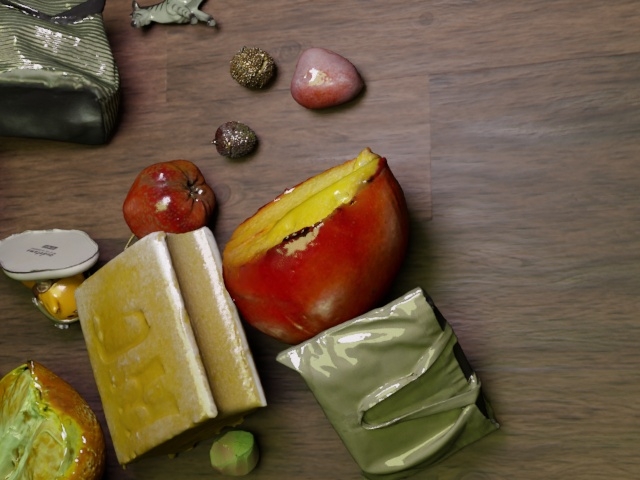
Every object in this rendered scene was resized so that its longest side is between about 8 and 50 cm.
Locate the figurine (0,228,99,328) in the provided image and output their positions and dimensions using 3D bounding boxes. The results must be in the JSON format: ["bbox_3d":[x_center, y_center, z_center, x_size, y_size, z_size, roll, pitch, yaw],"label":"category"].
[{"bbox_3d":[-0.496,0.074,1.875,0.250,0.166,0.141,17,128,44],"label":"figurine"}]

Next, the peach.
[{"bbox_3d":[0.000,0.000,1.595,0.281,0.281,0.338,32,114,20],"label":"peach"}]

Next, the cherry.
[{"bbox_3d":[0.004,-0.281,1.737,0.126,0.087,0.106,-8,85,21],"label":"cherry"}]

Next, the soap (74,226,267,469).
[{"bbox_3d":[-0.257,0.181,1.694,0.293,0.156,0.335,-31,71,45],"label":"soap"}]

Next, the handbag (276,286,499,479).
[{"bbox_3d":[0.116,0.237,1.560,0.253,0.109,0.316,-27,114,9],"label":"handbag"}]

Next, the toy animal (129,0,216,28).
[{"bbox_3d":[-0.249,-0.459,1.859,0.176,0.073,0.217,32,90,35],"label":"toy animal"}]

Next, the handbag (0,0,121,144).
[{"bbox_3d":[-0.526,-0.328,1.825,0.341,0.247,0.240,5,70,-6],"label":"handbag"}]

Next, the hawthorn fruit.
[{"bbox_3d":[-0.288,-0.051,1.791,0.203,0.163,0.162,-25,75,32],"label":"hawthorn fruit"}]

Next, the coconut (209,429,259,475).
[{"bbox_3d":[-0.147,0.361,1.715,0.082,0.081,0.083,35,61,30],"label":"coconut"}]

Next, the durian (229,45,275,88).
[{"bbox_3d":[-0.122,-0.305,1.794,0.080,0.091,0.080,5,76,-19],"label":"durian"}]

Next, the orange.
[{"bbox_3d":[-0.502,0.374,1.761,0.334,0.196,0.262,34,81,37],"label":"orange"}]

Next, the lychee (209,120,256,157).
[{"bbox_3d":[-0.155,-0.179,1.789,0.083,0.068,0.067,2,79,-5],"label":"lychee"}]
